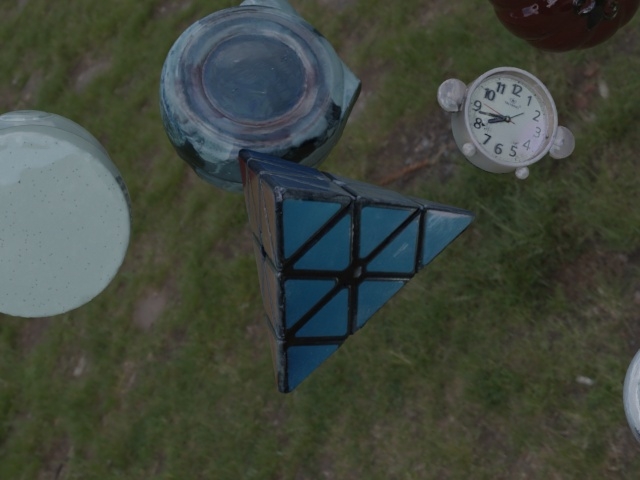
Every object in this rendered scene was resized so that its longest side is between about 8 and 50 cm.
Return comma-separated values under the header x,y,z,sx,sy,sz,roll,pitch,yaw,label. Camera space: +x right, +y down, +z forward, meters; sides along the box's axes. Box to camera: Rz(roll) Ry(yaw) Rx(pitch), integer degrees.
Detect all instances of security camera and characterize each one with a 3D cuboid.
x,y,z,sx,sy,sz,roll,pitch,yaw,label
-0.297,-0.042,0.979,0.195,0.194,0.236,-53,22,6,security camera

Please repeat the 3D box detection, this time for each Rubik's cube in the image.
x,y,z,sx,sy,sz,roll,pitch,yaw,label
-0.002,0.000,1.053,0.228,0.228,0.233,-25,24,43,Rubik's cube

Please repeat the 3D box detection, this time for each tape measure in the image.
x,y,z,sx,sy,sz,roll,pitch,yaw,label
-0.086,-0.196,1.286,0.275,0.147,0.256,-36,76,-17,tape measure

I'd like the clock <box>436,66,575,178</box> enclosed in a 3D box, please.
x,y,z,sx,sy,sz,roll,pitch,yaw,label
0.273,-0.176,1.386,0.063,0.229,0.156,156,133,-75,clock

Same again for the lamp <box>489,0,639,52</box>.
x,y,z,sx,sy,sz,roll,pitch,yaw,label
0.415,-0.470,1.560,0.303,0.303,0.257,-57,27,1,lamp

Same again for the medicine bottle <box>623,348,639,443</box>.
x,y,z,sx,sy,sz,roll,pitch,yaw,label
0.388,0.169,0.922,0.144,0.252,0.145,-9,70,25,medicine bottle
